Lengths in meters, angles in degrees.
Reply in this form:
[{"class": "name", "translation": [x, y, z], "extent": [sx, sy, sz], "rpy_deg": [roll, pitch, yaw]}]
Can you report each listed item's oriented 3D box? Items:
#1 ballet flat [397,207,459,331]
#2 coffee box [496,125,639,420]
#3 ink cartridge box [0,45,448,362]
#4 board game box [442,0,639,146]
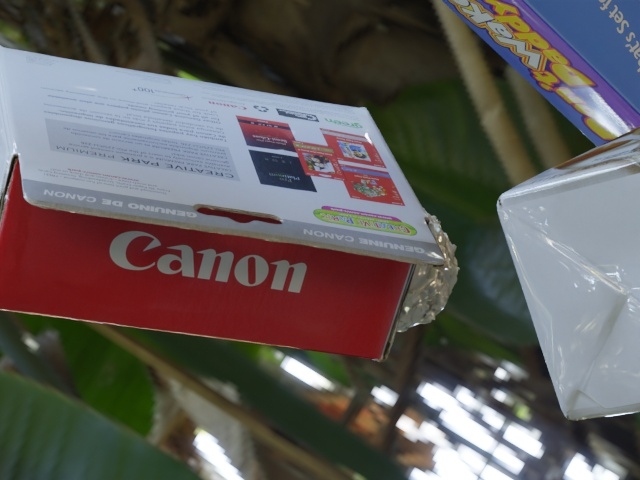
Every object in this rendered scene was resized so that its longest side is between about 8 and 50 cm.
[{"class": "ballet flat", "translation": [0.000, 0.000, 1.618], "extent": [0.409, 0.147, 0.147], "rpy_deg": [10, -73, -37]}, {"class": "coffee box", "translation": [0.205, -0.020, 0.719], "extent": [0.246, 0.141, 0.098], "rpy_deg": [-24, -82, -47]}, {"class": "ink cartridge box", "translation": [-0.093, -0.014, 1.291], "extent": [0.309, 0.272, 0.130], "rpy_deg": [9, -65, -17]}, {"class": "board game box", "translation": [0.189, -0.194, 1.011], "extent": [0.347, 0.078, 0.233], "rpy_deg": [39, -103, -28]}]
